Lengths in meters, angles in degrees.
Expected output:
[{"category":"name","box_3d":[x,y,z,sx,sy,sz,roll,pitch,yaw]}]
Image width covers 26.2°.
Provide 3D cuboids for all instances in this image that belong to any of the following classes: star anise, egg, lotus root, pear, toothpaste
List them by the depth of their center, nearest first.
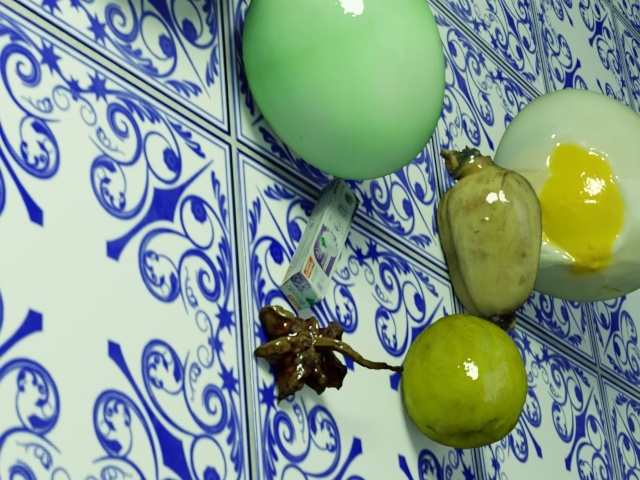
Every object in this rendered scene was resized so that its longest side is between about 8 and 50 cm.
[{"category":"star anise","box_3d":[0.010,0.122,1.448,0.190,0.070,0.097,16,47,-42]},{"category":"egg","box_3d":[0.027,-0.197,1.534,0.220,0.220,0.270,-53,130,-58]},{"category":"toothpaste","box_3d":[0.000,0.000,1.550,0.047,0.040,0.196,52,32,-22]},{"category":"pear","box_3d":[0.170,0.168,1.632,0.149,0.148,0.162,43,34,-40]},{"category":"lotus root","box_3d":[0.233,-0.005,1.866,0.154,0.140,0.257,142,-58,-81]},{"category":"egg","box_3d":[0.386,-0.070,2.024,0.283,0.283,0.345,36,39,-46]}]
